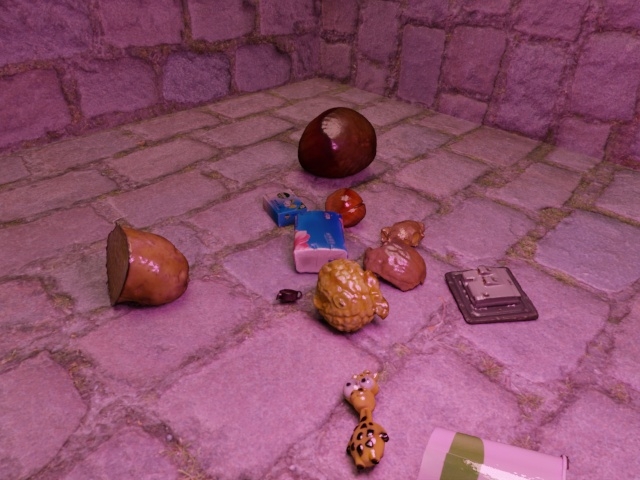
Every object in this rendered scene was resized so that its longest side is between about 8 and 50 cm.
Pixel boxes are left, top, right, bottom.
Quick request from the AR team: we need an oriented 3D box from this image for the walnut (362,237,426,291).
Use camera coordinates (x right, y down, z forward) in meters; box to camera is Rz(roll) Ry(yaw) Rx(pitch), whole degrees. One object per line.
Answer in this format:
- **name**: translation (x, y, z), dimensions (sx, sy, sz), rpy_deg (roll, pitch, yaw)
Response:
- **walnut**: translation (0.283, 0.080, 1.715), dimensions (0.238, 0.141, 0.204), rpy_deg (-9, 40, -11)

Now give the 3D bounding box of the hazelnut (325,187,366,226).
- **hazelnut**: translation (0.103, -0.131, 2.006), dimensions (0.182, 0.182, 0.182), rpy_deg (1, 34, -1)

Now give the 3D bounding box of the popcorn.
- **popcorn**: translation (0.101, 0.179, 1.509), dimensions (0.251, 0.206, 0.237), rpy_deg (19, 21, 4)

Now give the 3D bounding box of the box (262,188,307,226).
- **box**: translation (-0.160, -0.147, 2.082), dimensions (0.139, 0.073, 0.194), rpy_deg (-15, 37, -23)

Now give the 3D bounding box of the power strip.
- **power strip**: translation (0.597, 0.172, 1.633), dimensions (0.251, 0.092, 0.257), rpy_deg (0, 38, -9)

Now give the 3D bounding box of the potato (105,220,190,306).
- **potato**: translation (-0.577, 0.088, 1.593), dimensions (0.237, 0.301, 0.289), rpy_deg (2, 62, -37)

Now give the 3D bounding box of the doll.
- **doll**: translation (0.114, 0.449, 1.202), dimensions (0.117, 0.086, 0.291), rpy_deg (-24, 29, 15)

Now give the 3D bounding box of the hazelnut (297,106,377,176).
- **hazelnut**: translation (0.075, -0.490, 2.378), dimensions (0.421, 0.353, 0.421), rpy_deg (-22, 25, 11)

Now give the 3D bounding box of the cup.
- **cup**: translation (0.351, 0.526, 0.974), dimensions (0.274, 0.253, 0.253), rpy_deg (13, 35, 27)

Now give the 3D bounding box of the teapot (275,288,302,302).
- **teapot**: translation (-0.107, 0.193, 1.607), dimensions (0.100, 0.045, 0.068), rpy_deg (2, 8, -31)

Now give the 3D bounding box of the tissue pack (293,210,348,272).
- **tissue pack**: translation (0.000, 0.000, 1.815), dimensions (0.209, 0.137, 0.270), rpy_deg (2, 33, -3)

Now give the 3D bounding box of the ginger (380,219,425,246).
- **ginger**: translation (0.334, -0.026, 1.904), dimensions (0.216, 0.102, 0.157), rpy_deg (-28, 37, -36)
